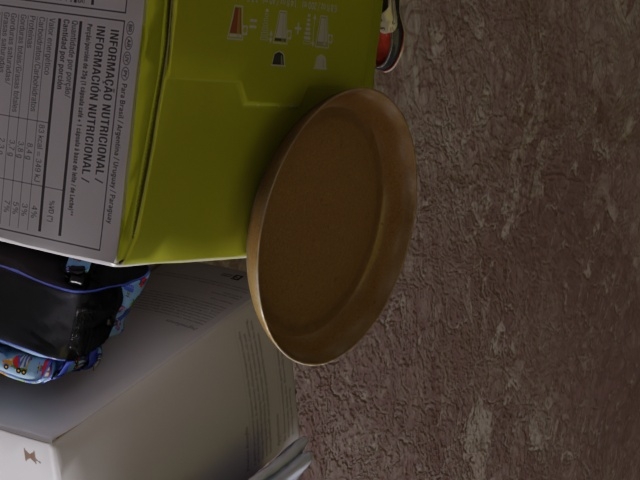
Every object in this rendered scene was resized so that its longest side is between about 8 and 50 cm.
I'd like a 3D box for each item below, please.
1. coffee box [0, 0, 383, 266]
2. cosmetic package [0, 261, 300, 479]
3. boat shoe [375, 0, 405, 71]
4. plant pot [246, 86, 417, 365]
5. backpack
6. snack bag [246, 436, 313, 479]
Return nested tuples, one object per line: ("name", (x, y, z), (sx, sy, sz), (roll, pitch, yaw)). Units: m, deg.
("coffee box", (-0.170, -0.173, 1.511), (0.337, 0.334, 0.338), (-4, 102, -57))
("cosmetic package", (-0.184, 0.180, 1.760), (0.365, 0.155, 0.197), (-32, 126, -48))
("boat shoe", (0.073, -0.269, 2.124), (0.043, 0.049, 0.137), (0, 97, -54))
("plant pot", (0.006, -0.014, 1.498), (0.236, 0.032, 0.236), (-28, 126, -49))
("backpack", (-0.246, 0.050, 1.639), (0.173, 0.158, 0.117), (-19, 124, -66))
("snack bag", (-0.173, 0.361, 1.782), (0.323, 0.037, 0.342), (-36, 167, -48))
